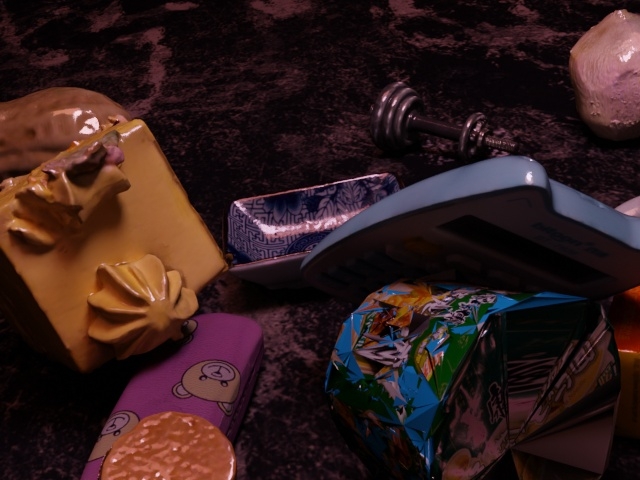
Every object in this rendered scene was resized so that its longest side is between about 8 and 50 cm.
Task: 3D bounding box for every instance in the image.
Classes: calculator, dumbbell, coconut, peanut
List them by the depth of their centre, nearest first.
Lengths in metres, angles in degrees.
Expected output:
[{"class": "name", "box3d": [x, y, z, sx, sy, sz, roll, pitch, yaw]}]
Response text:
[{"class": "calculator", "box3d": [0.144, 0.020, 0.994, 0.386, 0.256, 0.054, -29, 47, 52]}, {"class": "coconut", "box3d": [0.458, -0.251, 1.498, 0.194, 0.194, 0.194, -7, 29, 4]}, {"class": "dumbbell", "box3d": [0.184, -0.168, 1.532, 0.254, 0.110, 0.110, 20, 40, 31]}, {"class": "peanut", "box3d": [-0.478, -0.155, 1.619, 0.387, 0.170, 0.192, -4, 24, 10]}]

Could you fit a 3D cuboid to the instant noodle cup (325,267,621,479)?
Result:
[{"class": "instant noodle cup", "box3d": [0.126, 0.137, 0.893, 0.240, 0.240, 0.178, -27, 27, -29]}]

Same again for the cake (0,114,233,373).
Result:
[{"class": "cake", "box3d": [-0.250, 0.006, 1.136, 0.222, 0.227, 0.286, -39, 16, -27]}]

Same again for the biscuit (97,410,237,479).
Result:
[{"class": "biscuit", "box3d": [-0.109, 0.283, 0.810, 0.216, 0.047, 0.340, -14, 43, -9]}]

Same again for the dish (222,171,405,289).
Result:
[{"class": "dish", "box3d": [0.000, 0.000, 1.298, 0.243, 0.080, 0.182, -11, 29, 0]}]

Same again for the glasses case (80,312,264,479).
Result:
[{"class": "glasses case", "box3d": [-0.143, 0.175, 1.033, 0.123, 0.076, 0.316, -1, 30, 13]}]

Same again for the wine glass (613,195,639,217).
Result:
[{"class": "wine glass", "box3d": [0.368, -0.015, 1.242, 0.198, 0.066, 0.066, -17, 30, -16]}]

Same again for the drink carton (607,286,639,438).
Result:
[{"class": "drink carton", "box3d": [0.445, 0.123, 0.927, 0.351, 0.111, 0.154, 6, 34, 23]}]
